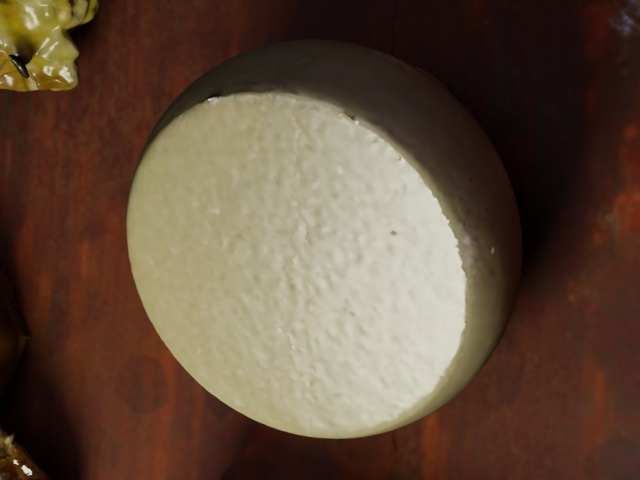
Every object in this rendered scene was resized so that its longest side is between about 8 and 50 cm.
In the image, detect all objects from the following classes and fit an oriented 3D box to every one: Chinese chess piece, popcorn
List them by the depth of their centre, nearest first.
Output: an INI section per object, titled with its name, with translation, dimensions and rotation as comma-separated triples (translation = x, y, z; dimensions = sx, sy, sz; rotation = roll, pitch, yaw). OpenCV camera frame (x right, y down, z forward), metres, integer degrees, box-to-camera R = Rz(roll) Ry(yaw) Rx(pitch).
[Chinese chess piece]
translation = 0.000, 0.000, 1.232
dimensions = 0.273, 0.102, 0.273
rotation = 11, 117, 22
[popcorn]
translation = -0.248, -0.191, 1.419
dimensions = 0.180, 0.180, 0.170
rotation = -16, 47, 22

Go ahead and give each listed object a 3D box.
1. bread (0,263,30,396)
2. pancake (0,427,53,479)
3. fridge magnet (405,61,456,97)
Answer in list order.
[bread]
translation = -0.339, 0.083, 1.453
dimensions = 0.236, 0.070, 0.236
rotation = -4, 81, 25
[pancake]
translation = -0.353, 0.255, 1.359
dimensions = 0.356, 0.065, 0.356
rotation = -1, 98, -7
[fridge magnet]
translation = 0.037, -0.056, 1.302
dimensions = 0.143, 0.063, 0.143
rotation = -1, 86, 22
